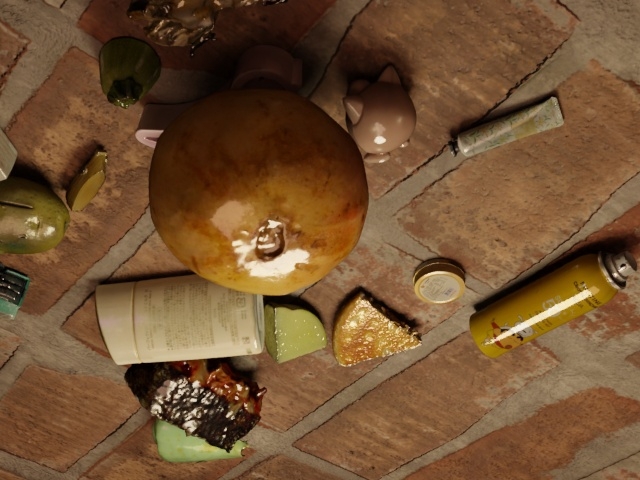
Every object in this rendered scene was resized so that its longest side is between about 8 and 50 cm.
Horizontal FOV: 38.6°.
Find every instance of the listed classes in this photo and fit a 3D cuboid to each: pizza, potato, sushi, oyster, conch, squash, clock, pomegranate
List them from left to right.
[{"bbox_3d":[-0.591,-0.041,1.690,0.248,0.143,0.169,2,150,0],"label":"potato"},{"bbox_3d":[-0.316,-0.248,1.466,0.105,0.132,0.105,1,134,1],"label":"squash"},{"bbox_3d":[-0.283,0.320,2.019,0.343,0.196,0.182,41,82,-38],"label":"sushi"},{"bbox_3d":[-0.286,0.467,2.194,0.250,0.137,0.143,4,139,3],"label":"conch"},{"bbox_3d":[-0.151,-0.383,1.318,0.198,0.133,0.337,27,134,-25],"label":"oyster"},{"bbox_3d":[-0.162,-0.201,1.544,0.290,0.080,0.275,4,135,-2],"label":"clock"},{"bbox_3d":[-0.095,-0.082,1.416,0.338,0.338,0.338,2,136,2],"label":"pomegranate"},{"bbox_3d":[-0.058,0.172,1.946,0.120,0.081,0.149,-16,122,-23],"label":"potato"},{"bbox_3d":[0.118,0.198,1.951,0.193,0.053,0.201,17,123,-11],"label":"pizza"}]

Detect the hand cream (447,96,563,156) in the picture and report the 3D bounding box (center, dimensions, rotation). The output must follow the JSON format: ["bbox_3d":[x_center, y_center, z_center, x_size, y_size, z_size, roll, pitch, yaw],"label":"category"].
[{"bbox_3d":[0.313,-0.186,1.555,0.194,0.042,0.067,-18,131,16],"label":"hand cream"}]

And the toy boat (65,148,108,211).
[{"bbox_3d":[-0.430,-0.111,1.677,0.047,0.049,0.149,0,144,-43],"label":"toy boat"}]

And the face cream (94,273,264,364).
[{"bbox_3d":[-0.291,0.160,1.871,0.348,0.173,0.081,-7,171,10],"label":"face cream"}]

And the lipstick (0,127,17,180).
[{"bbox_3d":[-0.640,-0.251,1.523,0.076,0.080,0.371,-12,133,15],"label":"lipstick"}]

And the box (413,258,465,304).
[{"bbox_3d":[0.239,0.084,1.839,0.105,0.037,0.105,1,136,1],"label":"box"}]

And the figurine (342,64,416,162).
[{"bbox_3d":[0.095,-0.203,1.500,0.125,0.125,0.138,-14,123,17],"label":"figurine"}]

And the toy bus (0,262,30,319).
[{"bbox_3d":[-0.735,0.082,1.871,0.261,0.091,0.109,20,140,-14],"label":"toy bus"}]

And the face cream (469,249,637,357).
[{"bbox_3d":[0.462,0.118,1.811,0.348,0.105,0.105,-33,125,32],"label":"face cream"}]
